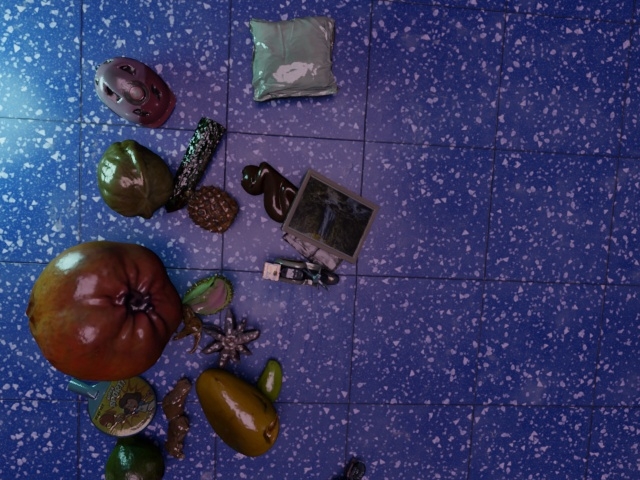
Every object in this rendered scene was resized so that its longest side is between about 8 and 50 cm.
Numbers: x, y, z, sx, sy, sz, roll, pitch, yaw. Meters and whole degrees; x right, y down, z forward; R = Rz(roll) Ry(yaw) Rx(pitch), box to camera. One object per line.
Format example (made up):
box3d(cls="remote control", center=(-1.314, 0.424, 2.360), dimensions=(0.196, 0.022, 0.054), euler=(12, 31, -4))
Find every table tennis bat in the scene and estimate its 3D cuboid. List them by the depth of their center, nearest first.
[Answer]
box3d(cls="table tennis bat", center=(-0.746, 0.572, 1.693), dimensions=(0.329, 0.044, 0.215), euler=(21, 68, 3))

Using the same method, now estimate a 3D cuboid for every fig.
box3d(cls="fig", center=(-0.662, 0.762, 1.687), dimensions=(0.203, 0.203, 0.235), euler=(-12, 73, -4))

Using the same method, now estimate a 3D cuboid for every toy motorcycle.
box3d(cls="toy motorcycle", center=(-0.063, 0.122, 1.677), dimensions=(0.263, 0.157, 0.091), euler=(10, 95, 4))
box3d(cls="toy motorcycle", center=(0.094, 0.933, 1.805), dimensions=(0.082, 0.122, 0.213), euler=(40, 77, -30))

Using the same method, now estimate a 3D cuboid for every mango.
box3d(cls="mango", center=(-0.300, 0.599, 1.664), dimensions=(0.365, 0.253, 0.182), euler=(49, 46, -12))
box3d(cls="mango", center=(-0.188, 0.524, 1.751), dimensions=(0.091, 0.074, 0.165), euler=(9, 96, -6))

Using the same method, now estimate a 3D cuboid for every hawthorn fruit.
box3d(cls="hawthorn fruit", center=(-0.697, 0.220, 1.498), dimensions=(0.471, 0.472, 0.472), euler=(0, 95, -5))

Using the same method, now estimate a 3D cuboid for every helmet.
box3d(cls="helmet", center=(-0.632, -0.505, 1.585), dimensions=(0.253, 0.154, 0.198), euler=(33, 91, -2))

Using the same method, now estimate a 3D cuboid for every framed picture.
box3d(cls="framed picture", center=(0.041, -0.080, 1.682), dimensions=(0.324, 0.020, 0.241), euler=(27, 86, -27))

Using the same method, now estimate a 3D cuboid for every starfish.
box3d(cls="starfish", center=(-0.470, 0.319, 1.676), dimensions=(0.146, 0.190, 0.074), euler=(49, 45, 11))

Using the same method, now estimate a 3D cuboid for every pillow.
box3d(cls="pillow", center=(-0.090, -0.629, 1.625), dimensions=(0.309, 0.138, 0.284), euler=(-6, 95, -2))

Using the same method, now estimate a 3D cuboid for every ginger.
box3d(cls="ginger", center=(-0.523, 0.645, 1.720), dimensions=(0.084, 0.122, 0.290), euler=(0, 98, -48))

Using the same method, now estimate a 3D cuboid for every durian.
box3d(cls="durian", center=(-0.386, 0.182, 1.682), dimensions=(0.220, 0.095, 0.137), euler=(-34, 121, 29))

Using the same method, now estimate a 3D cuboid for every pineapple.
box3d(cls="pineapple", center=(-0.385, -0.114, 1.632), dimensions=(0.193, 0.166, 0.166), euler=(36, 91, -18))

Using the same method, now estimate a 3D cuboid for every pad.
box3d(cls="pad", center=(0.000, 0.000, 1.748), dimensions=(0.233, 0.022, 0.174), euler=(41, 90, -7))

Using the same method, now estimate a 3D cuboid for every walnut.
box3d(cls="walnut", center=(-0.612, -0.199, 1.560), dimensions=(0.227, 0.283, 0.283), euler=(-15, 97, -28))

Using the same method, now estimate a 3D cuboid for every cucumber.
box3d(cls="cucumber", center=(-0.450, -0.252, 1.648), dimensions=(0.096, 0.096, 0.359), euler=(27, 91, -7))

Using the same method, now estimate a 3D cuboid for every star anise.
box3d(cls="star anise", center=(-0.324, 0.357, 1.712), dimensions=(0.236, 0.093, 0.229), euler=(-8, 92, 5))

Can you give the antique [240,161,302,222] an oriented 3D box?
box3d(cls="antique", center=(-0.171, -0.170, 1.672), dimensions=(0.257, 0.121, 0.143), euler=(41, 99, -14))
